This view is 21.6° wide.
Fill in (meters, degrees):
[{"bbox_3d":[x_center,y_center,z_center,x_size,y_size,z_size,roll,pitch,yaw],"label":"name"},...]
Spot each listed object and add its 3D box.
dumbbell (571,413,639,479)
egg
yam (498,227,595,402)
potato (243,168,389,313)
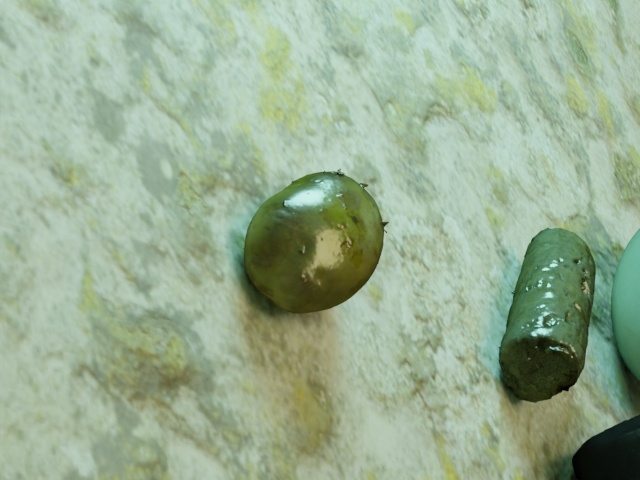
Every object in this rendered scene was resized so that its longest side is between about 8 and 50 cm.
[{"bbox_3d":[0.351,0.299,1.413,0.204,0.204,0.322,10,60,-56],"label":"dumbbell"},{"bbox_3d":[0.370,0.063,1.654,0.168,0.168,0.231,46,32,-31],"label":"egg"},{"bbox_3d":[0.201,0.064,1.473,0.078,0.078,0.179,54,28,-21],"label":"yam"},{"bbox_3d":[0.000,0.000,1.190,0.091,0.070,0.138,61,29,-7],"label":"potato"}]
